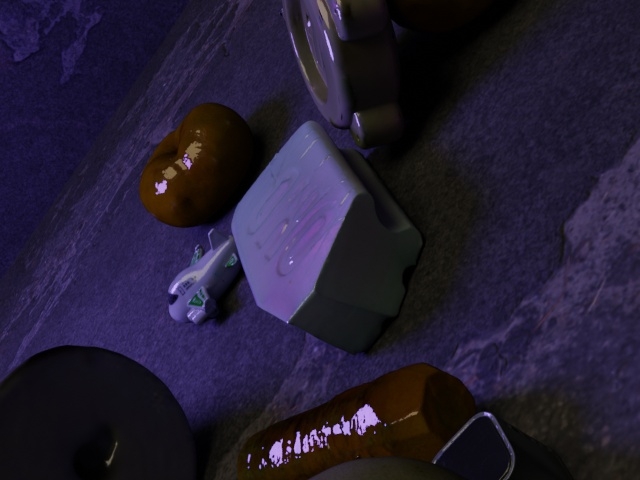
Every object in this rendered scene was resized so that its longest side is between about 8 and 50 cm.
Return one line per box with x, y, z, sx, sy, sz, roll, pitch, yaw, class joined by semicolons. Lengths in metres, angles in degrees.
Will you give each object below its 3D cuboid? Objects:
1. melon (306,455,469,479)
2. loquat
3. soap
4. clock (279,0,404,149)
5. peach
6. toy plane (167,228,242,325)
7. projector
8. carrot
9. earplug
0.058;0.316;0.660;0.268;0.269;0.330;-43;47;26;melon
0.170;-0.403;1.347;0.238;0.193;0.238;-167;90;-68;loquat
0.000;0.000;1.276;0.208;0.115;0.347;-51;27;13;soap
0.032;-0.288;1.383;0.114;0.283;0.309;-16;34;-8;clock
-0.227;-0.140;1.787;0.251;0.153;0.251;-32;39;30;peach
-0.187;0.061;1.569;0.174;0.080;0.174;-42;31;32;toy plane
0.153;0.206;0.822;0.083;0.082;0.083;-50;26;14;projector
0.034;0.210;0.997;0.302;0.114;0.114;-32;36;47;carrot
-0.402;0.337;1.367;0.394;0.313;0.312;-26;40;47;earplug
